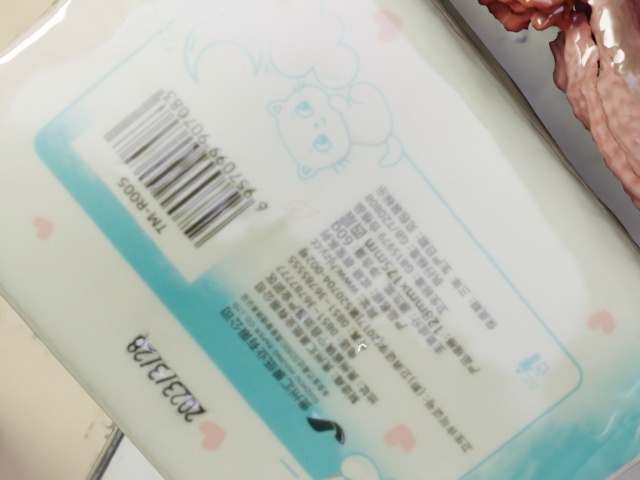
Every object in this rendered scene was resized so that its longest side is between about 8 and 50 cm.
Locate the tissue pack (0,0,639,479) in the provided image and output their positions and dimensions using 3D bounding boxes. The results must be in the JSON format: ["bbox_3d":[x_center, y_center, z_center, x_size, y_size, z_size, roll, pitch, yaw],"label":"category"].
[{"bbox_3d":[-0.002,0.002,0.680,0.201,0.124,0.271,-39,98,4],"label":"tissue pack"}]

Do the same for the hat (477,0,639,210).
[{"bbox_3d":[0.173,-0.090,0.682,0.286,0.107,0.236,20,73,-10],"label":"hat"}]
